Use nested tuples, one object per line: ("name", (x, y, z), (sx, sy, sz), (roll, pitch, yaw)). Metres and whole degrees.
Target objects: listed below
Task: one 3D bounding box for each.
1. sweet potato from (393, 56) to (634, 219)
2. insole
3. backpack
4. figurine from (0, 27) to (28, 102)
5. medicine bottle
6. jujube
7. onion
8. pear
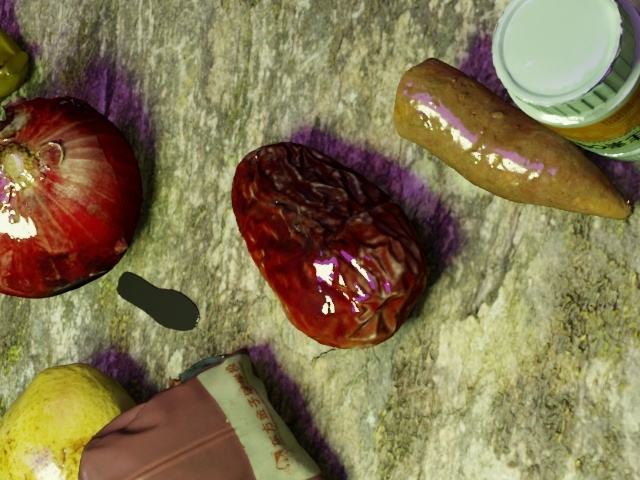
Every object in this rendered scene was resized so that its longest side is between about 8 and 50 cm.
("sweet potato", (0.249, -0.109, 1.296), (0.337, 0.131, 0.131), (37, 104, 19))
("insole", (-0.272, 0.101, 1.657), (0.188, 0.004, 0.064), (24, 97, 31))
("backpack", (-0.181, 0.331, 1.409), (0.283, 0.317, 0.197), (52, 148, 26))
("figurine", (-0.686, -0.284, 1.853), (0.327, 0.169, 0.218), (-37, 91, 17))
("medicine bottle", (0.316, -0.189, 1.144), (0.158, 0.318, 0.158), (-4, 82, 30))
("jujube", (0.000, 0.000, 1.400), (0.216, 0.216, 0.342), (-50, 57, 17))
("onion", (-0.444, -0.065, 1.599), (0.341, 0.341, 0.341), (-4, 83, 31))
("pear", (-0.383, 0.325, 1.555), (0.271, 0.271, 0.271), (-4, 83, 31))
